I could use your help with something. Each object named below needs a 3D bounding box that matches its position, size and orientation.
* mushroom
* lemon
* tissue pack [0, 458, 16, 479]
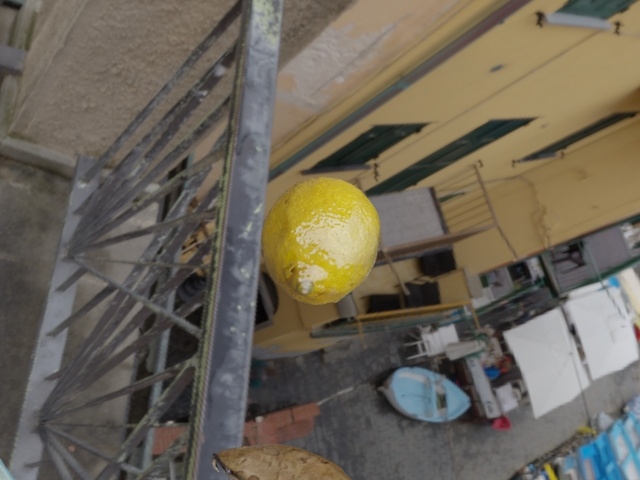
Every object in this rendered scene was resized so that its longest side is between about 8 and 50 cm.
[{"bbox_3d":[-0.012,0.235,0.601,0.094,0.072,0.210,-19,40,-26],"label":"mushroom"},{"bbox_3d":[0.000,0.000,1.099,0.188,0.188,0.257,38,35,-20],"label":"lemon"},{"bbox_3d":[-0.422,0.402,0.926,0.089,0.177,0.263,-28,127,-34],"label":"tissue pack"}]
